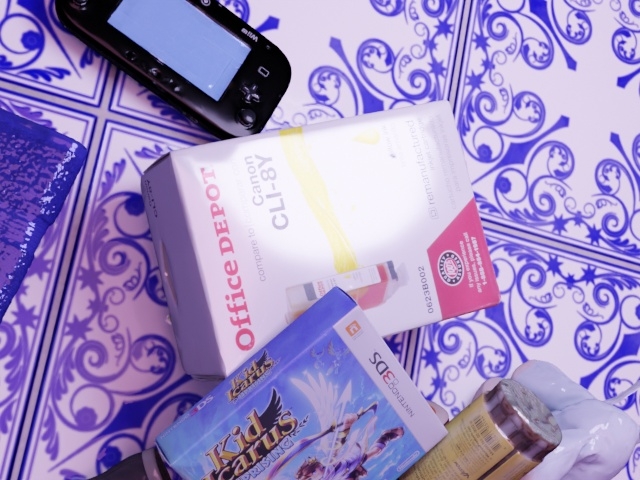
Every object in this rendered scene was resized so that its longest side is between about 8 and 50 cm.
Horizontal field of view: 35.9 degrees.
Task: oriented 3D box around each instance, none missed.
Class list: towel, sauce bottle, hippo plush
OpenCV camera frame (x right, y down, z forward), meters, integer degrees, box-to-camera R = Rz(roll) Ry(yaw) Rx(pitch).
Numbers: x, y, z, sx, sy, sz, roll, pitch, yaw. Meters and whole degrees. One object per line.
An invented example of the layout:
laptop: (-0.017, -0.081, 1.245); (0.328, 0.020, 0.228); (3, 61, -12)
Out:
towel: (-0.446, -0.024, 1.188); (0.227, 0.076, 0.308); (25, 74, -9)
sauce bottle: (0.145, 0.315, 1.254); (0.111, 0.111, 0.344); (43, 111, -11)
hippo plush: (0.339, 0.321, 1.400); (0.294, 0.234, 0.237); (-14, 118, -8)

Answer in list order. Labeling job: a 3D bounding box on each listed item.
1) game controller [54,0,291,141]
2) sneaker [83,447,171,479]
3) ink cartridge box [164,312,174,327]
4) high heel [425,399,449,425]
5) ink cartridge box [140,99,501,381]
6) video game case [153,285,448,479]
game controller: (-0.190, -0.269, 1.323); (0.319, 0.067, 0.166); (35, 71, -14)
sneaker: (-0.221, 0.373, 1.220); (0.118, 0.083, 0.222); (-20, 98, -3)
ink cartridge box: (-0.083, 0.055, 1.323); (0.171, 0.056, 0.235); (35, 73, -13)
high heel: (0.009, 0.322, 1.318); (0.377, 0.127, 0.181); (-8, 118, -29)
ink cartridge box: (0.000, 0.000, 1.247); (0.384, 0.160, 0.279); (-13, 88, -23)
video game case: (-0.013, 0.227, 1.144); (0.269, 0.061, 0.244); (-40, 122, -7)
